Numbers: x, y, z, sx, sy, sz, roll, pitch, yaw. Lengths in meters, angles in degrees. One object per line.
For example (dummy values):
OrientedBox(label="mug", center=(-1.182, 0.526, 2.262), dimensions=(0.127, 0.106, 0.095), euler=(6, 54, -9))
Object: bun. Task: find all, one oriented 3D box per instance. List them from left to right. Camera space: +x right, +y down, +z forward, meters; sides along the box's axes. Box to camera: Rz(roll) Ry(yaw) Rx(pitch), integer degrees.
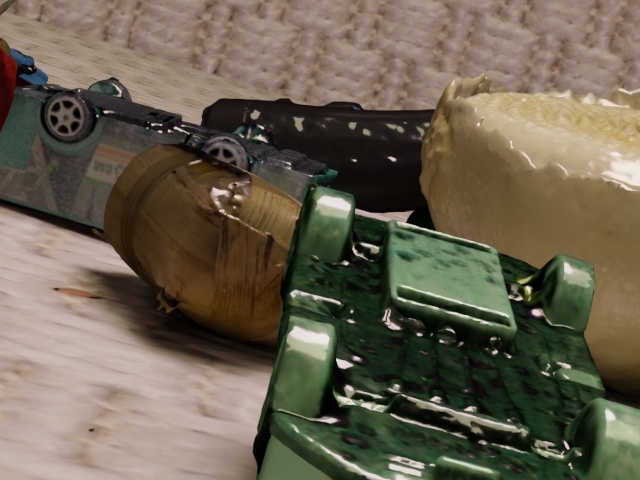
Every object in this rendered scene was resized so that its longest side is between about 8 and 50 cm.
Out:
OrientedBox(label="bun", center=(0.239, 0.010, 1.158), dimensions=(0.364, 0.202, 0.364), euler=(12, 14, -3))

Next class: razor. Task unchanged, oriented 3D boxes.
OrientedBox(label="razor", center=(0.051, -0.082, 1.486), dimensions=(0.326, 0.107, 0.189), euler=(0, 6, 12))

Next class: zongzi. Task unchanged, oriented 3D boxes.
OrientedBox(label="zongzi", center=(-0.029, 0.016, 0.981), dimensions=(0.197, 0.099, 0.194), euler=(24, 5, -28))

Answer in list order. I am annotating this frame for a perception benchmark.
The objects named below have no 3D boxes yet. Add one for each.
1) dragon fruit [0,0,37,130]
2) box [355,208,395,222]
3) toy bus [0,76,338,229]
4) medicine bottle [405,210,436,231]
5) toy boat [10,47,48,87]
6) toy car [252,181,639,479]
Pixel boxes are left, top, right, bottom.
OrientedBox(label="dragon fruit", center=(-0.254, -0.105, 0.808), dimensions=(0.233, 0.234, 0.293), euler=(19, 26, 16))
OrientedBox(label="box", center=(0.000, 0.000, 1.257), dimensions=(0.129, 0.051, 0.130), euler=(17, 10, -4))
OrientedBox(label="toy bus", center=(-0.123, -0.050, 1.145), dimensions=(0.261, 0.109, 0.091), euler=(17, 10, 13))
OrientedBox(label="medicine bottle", center=(0.132, 0.009, 1.409), dimensions=(0.095, 0.064, 0.260), euler=(13, 5, -16))
OrientedBox(label="toy boat", center=(-0.329, -0.142, 1.315), dimensions=(0.223, 0.100, 0.097), euler=(12, 39, -43))
OrientedBox(label="toy car", center=(0.041, 0.073, 0.643), dimensions=(0.136, 0.125, 0.306), euler=(15, 19, -3))
